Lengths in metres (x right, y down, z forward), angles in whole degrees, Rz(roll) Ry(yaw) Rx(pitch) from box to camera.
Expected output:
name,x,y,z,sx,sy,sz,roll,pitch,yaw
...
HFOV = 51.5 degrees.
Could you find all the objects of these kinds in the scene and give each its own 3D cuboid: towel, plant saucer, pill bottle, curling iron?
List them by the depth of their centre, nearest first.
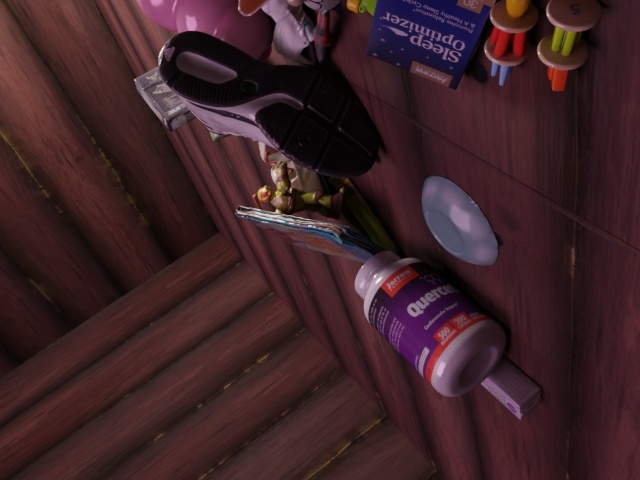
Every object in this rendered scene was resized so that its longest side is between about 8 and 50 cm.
name,x,y,z,sx,sy,sz,roll,pitch,yaw
curling iron,0.015,-0.355,1.127,0.035,0.068,0.274,52,171,4
plant saucer,0.236,-0.025,1.190,0.195,0.037,0.195,51,165,19
pill bottle,0.216,0.159,1.386,0.323,0.181,0.181,43,162,39
towel,0.101,-0.063,1.582,0.237,0.021,0.102,55,167,-1
towel,0.000,0.000,1.595,0.370,0.040,0.271,13,169,43

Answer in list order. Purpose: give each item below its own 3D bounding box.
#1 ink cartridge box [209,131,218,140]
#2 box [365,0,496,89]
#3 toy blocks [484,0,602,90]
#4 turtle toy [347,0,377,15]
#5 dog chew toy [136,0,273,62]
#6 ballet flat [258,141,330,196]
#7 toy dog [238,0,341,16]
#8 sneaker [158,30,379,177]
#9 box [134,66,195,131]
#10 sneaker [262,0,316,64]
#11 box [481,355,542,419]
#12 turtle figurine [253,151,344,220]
name,x,y,z,sx,sy,sz,roll,pitch,yaw
ink cartridge box,-0.227,-0.384,1.645,0.353,0.119,0.207,180,70,-74
box,0.133,-0.268,0.846,0.136,0.036,0.225,23,162,5
toy blocks,0.234,-0.211,0.723,0.123,0.054,0.148,48,165,26
turtle toy,0.089,-0.342,0.869,0.095,0.066,0.130,24,159,10
dog chew toy,-0.229,-0.481,1.361,0.332,0.206,0.206,44,164,12
ballet flat,-0.074,-0.203,1.601,0.139,0.139,0.400,44,163,37
toy dog,-0.125,-0.444,0.960,0.333,0.161,0.220,39,159,36
sneaker,-0.097,-0.260,1.346,0.447,0.169,0.257,27,178,-4
box,-0.377,-0.434,1.871,0.183,0.231,0.056,49,162,21
sneaker,-0.043,-0.400,1.199,0.094,0.080,0.212,37,168,19
box,0.335,0.249,1.441,0.324,0.067,0.063,42,162,41
turtle figurine,-0.056,-0.103,1.556,0.269,0.217,0.087,100,177,-58
